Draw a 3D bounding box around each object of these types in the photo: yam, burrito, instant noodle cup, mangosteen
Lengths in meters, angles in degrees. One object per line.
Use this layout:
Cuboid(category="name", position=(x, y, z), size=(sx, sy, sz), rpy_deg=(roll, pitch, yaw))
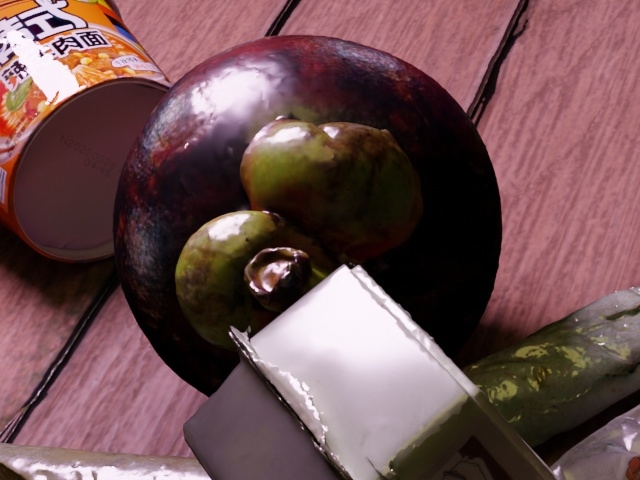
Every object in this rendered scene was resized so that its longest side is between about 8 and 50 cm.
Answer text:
Cuboid(category="yam", position=(-0.146, 0.202, 1.423), size=(0.259, 0.106, 0.106), rpy_deg=(0, 37, 19))
Cuboid(category="burrito", position=(0.232, 0.152, 1.410), size=(0.203, 0.064, 0.064), rpy_deg=(-36, 40, -26))
Cuboid(category="instant noodle cup", position=(-0.246, -0.108, 1.791), size=(0.250, 0.250, 0.192), rpy_deg=(-28, 45, -20))
Cuboid(category="burrito", position=(0.173, 0.108, 1.482), size=(0.309, 0.066, 0.096), rpy_deg=(-26, 42, -17))
Cuboid(category="mangosteen", position=(0.000, 0.000, 1.467), size=(0.306, 0.306, 0.359), rpy_deg=(-21, 18, -11))

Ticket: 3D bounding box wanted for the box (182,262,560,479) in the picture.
Cuboid(category="box", position=(0.059, 0.171, 1.244), size=(0.166, 0.290, 0.220), rpy_deg=(-41, 39, -1))
